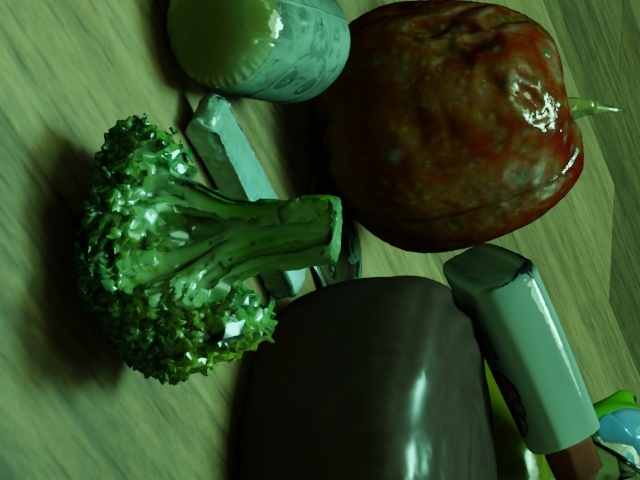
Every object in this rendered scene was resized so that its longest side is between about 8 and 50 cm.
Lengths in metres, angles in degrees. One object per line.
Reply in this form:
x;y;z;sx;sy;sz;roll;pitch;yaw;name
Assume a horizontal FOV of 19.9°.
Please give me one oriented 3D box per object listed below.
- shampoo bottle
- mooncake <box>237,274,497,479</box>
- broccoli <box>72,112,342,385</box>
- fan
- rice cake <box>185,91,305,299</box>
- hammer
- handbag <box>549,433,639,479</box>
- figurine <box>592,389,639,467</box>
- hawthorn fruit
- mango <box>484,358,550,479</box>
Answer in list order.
0.205;0.146;1.675;0.284;0.071;0.153;67;-9;-11;shampoo bottle
0.057;0.201;1.565;0.326;0.174;0.334;-30;109;-70;mooncake
-0.075;0.006;1.276;0.220;0.194;0.194;-83;154;-48;broccoli
0.000;0.000;1.717;0.220;0.009;0.132;12;68;-69;fan
-0.062;-0.036;1.540;0.211;0.034;0.043;65;35;-37;rice cake
0.001;-0.254;1.501;0.305;0.113;0.202;-58;164;12;hammer
0.260;0.293;1.964;0.160;0.236;0.358;-56;146;-10;handbag
0.365;0.310;2.365;0.263;0.143;0.162;-48;120;-43;figurine
0.117;-0.113;1.725;0.258;0.261;0.258;22;63;-51;hawthorn fruit
0.145;0.203;1.769;0.114;0.156;0.251;101;-23;-50;mango
